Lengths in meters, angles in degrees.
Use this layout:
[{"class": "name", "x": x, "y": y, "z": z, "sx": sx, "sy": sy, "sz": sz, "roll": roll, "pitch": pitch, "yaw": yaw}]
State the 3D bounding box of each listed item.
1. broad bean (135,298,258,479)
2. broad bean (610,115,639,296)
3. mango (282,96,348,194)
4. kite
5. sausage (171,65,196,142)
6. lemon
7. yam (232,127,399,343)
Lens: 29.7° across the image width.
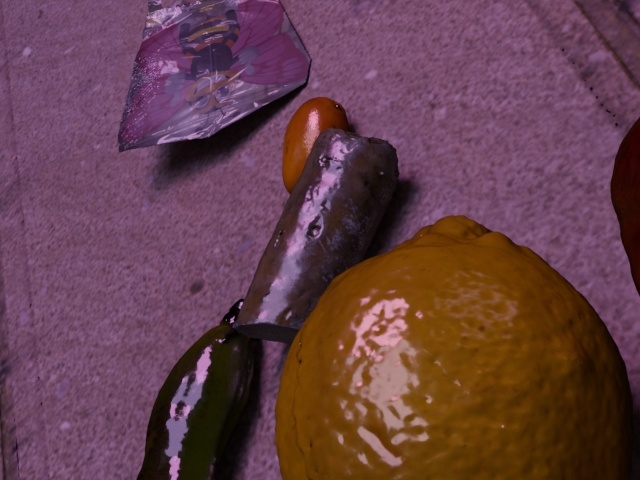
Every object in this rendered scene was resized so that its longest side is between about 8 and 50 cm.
[{"class": "broad bean", "x": -0.107, "y": 0.183, "z": 0.912, "sx": 0.077, "sy": 0.061, "sz": 0.339, "roll": -3, "pitch": 60, "yaw": 30}, {"class": "broad bean", "x": 0.240, "y": -0.010, "z": 0.672, "sx": 0.156, "sy": 0.122, "sz": 0.228, "roll": -55, "pitch": 24, "yaw": 40}, {"class": "mango", "x": -0.007, "y": -0.079, "z": 1.023, "sx": 0.060, "sy": 0.046, "sz": 0.089, "roll": 22, "pitch": 91, "yaw": 52}, {"class": "kite", "x": -0.119, "y": -0.234, "z": 1.227, "sx": 0.204, "sy": 0.022, "sz": 0.360, "roll": -19, "pitch": 47, "yaw": 11}, {"class": "sausage", "x": -0.136, "y": -0.160, "z": 1.213, "sx": 0.042, "sy": 0.036, "sz": 0.158, "roll": -9, "pitch": 48, "yaw": -3}, {"class": "lemon", "x": 0.075, "y": 0.107, "z": 0.687, "sx": 0.204, "sy": 0.204, "sz": 0.260, "roll": -15, "pitch": 60, "yaw": 37}, {"class": "yam", "x": 0.000, "y": 0.000, "z": 0.933, "sx": 0.078, "sy": 0.078, "sz": 0.179, "roll": 8, "pitch": 68, "yaw": 47}]
